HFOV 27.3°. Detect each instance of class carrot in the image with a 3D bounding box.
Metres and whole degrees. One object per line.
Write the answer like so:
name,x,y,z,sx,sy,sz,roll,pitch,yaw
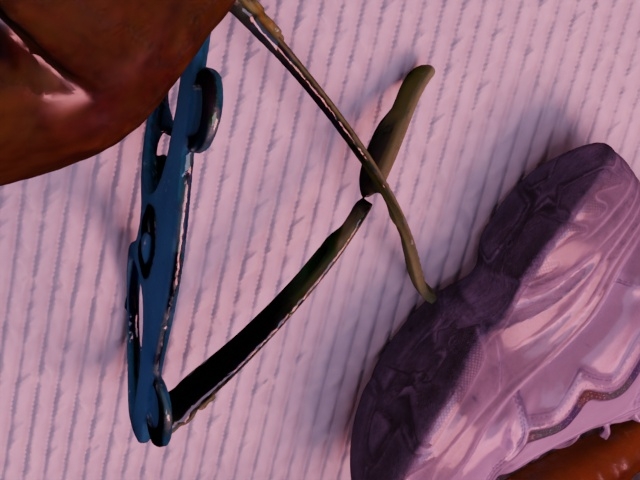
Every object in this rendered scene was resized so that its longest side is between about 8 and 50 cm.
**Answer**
carrot,0.190,0.134,0.831,0.216,0.048,0.048,-28,122,-13

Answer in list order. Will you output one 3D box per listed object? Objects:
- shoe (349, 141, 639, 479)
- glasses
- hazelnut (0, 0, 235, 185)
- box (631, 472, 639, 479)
shoe,0.123,0.075,0.738,0.137,0.095,0.245,35,94,-18
glasses,-0.026,-0.015,0.671,0.207,0.102,0.239,-11,121,-47
hazelnut,-0.136,-0.131,0.501,0.251,0.217,0.217,-34,122,-13
box,0.354,0.184,0.856,0.333,0.145,0.173,-27,123,-5
